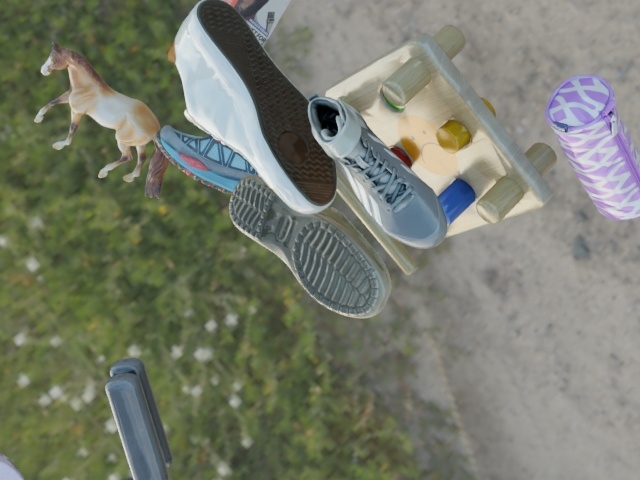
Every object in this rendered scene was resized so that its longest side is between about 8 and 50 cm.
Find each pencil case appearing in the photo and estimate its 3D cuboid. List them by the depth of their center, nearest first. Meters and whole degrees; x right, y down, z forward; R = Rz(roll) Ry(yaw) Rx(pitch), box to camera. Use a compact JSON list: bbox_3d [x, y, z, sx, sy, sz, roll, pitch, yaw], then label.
[{"bbox_3d":[0.333,-0.106,1.672,0.088,0.086,0.206,13,156,37],"label":"pencil case"}]

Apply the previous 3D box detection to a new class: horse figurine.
[{"bbox_3d":[-0.328,-0.180,2.210,0.263,0.066,0.174,35,127,-7],"label":"horse figurine"}]

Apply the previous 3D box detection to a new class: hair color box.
[{"bbox_3d":[-0.102,-0.322,1.984,0.053,0.167,0.093,27,177,38],"label":"hair color box"}]

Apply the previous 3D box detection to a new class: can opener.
[{"bbox_3d":[-0.242,0.288,1.853,0.095,0.076,0.283,-10,116,7],"label":"can opener"}]

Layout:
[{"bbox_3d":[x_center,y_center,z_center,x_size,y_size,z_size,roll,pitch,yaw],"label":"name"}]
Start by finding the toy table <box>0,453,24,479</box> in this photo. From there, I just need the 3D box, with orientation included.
[{"bbox_3d":[-0.444,0.351,1.696,0.252,0.274,0.161,29,-177,-28],"label":"toy table"}]

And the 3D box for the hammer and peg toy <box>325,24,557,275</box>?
[{"bbox_3d":[0.123,-0.110,1.833,0.266,0.127,0.361,50,154,-9],"label":"hammer and peg toy"}]

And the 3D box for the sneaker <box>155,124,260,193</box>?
[{"bbox_3d":[-0.116,-0.127,2.148,0.262,0.125,0.104,24,-179,-3],"label":"sneaker"}]

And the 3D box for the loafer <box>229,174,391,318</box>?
[{"bbox_3d":[0.000,0.000,1.811,0.268,0.092,0.102,41,117,30],"label":"loafer"}]

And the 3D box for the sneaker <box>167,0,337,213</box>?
[{"bbox_3d":[-0.085,-0.143,1.730,0.123,0.106,0.290,-42,74,44],"label":"sneaker"}]

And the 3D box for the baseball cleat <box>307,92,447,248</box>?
[{"bbox_3d":[0.050,-0.073,1.525,0.072,0.109,0.206,-46,69,7],"label":"baseball cleat"}]
